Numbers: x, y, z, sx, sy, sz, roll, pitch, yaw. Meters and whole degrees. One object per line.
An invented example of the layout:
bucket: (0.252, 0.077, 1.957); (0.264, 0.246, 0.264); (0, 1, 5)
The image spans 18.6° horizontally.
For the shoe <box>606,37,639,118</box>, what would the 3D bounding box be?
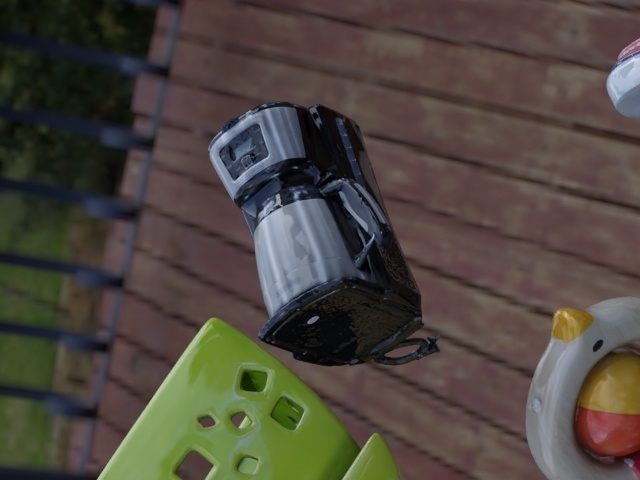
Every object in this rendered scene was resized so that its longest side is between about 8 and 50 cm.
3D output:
shoe: (0.212, -0.121, 0.928); (0.063, 0.178, 0.081); (69, -177, -68)

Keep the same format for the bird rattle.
bird rattle: (0.244, 0.128, 1.506); (0.143, 0.207, 0.253); (44, 127, 55)

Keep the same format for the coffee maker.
coffee maker: (0.000, 0.000, 1.505); (0.120, 0.171, 0.178); (-22, 60, 7)

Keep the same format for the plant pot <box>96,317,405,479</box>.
plant pot: (-0.047, 0.233, 1.602); (0.207, 0.228, 0.227); (28, 73, 21)
